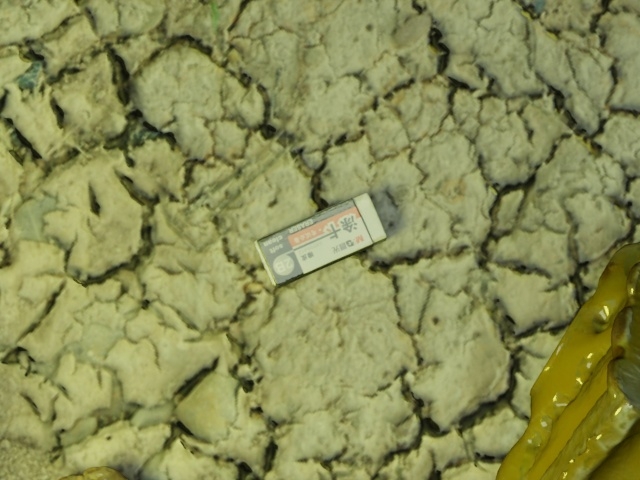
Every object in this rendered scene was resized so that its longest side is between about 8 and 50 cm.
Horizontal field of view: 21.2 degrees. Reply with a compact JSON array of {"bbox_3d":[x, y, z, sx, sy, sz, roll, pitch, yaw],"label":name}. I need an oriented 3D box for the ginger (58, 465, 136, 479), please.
[{"bbox_3d":[-0.173,0.270,1.630,0.173,0.051,0.069,29,88,6],"label":"ginger"}]

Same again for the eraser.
[{"bbox_3d":[0.000,0.000,1.667,0.122,0.029,0.052,-23,84,-1],"label":"eraser"}]

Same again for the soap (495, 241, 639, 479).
[{"bbox_3d":[0.264,0.198,1.636,0.169,0.304,0.338,30,125,-2],"label":"soap"}]
